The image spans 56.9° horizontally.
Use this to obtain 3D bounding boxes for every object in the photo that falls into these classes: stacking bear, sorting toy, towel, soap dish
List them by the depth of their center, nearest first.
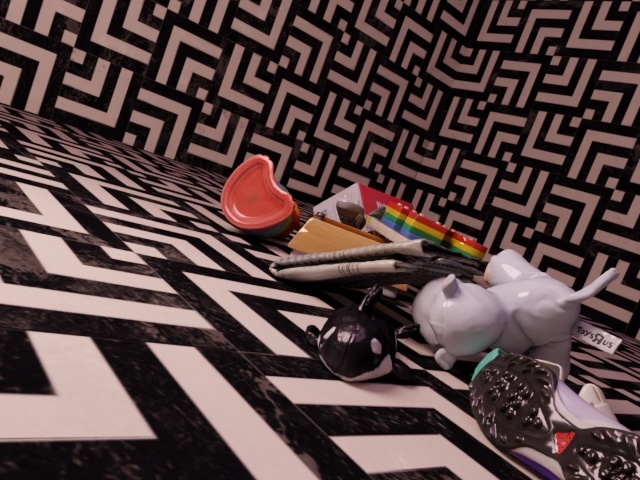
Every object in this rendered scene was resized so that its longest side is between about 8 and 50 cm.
[{"bbox_3d":[0.123,0.062,1.126,0.324,0.056,0.312,-10,-15,35],"label":"towel"},{"bbox_3d":[0.076,0.028,1.442,0.291,0.118,0.229,21,6,2],"label":"soap dish"},{"bbox_3d":[0.282,-0.003,1.476,0.256,0.089,0.257,24,6,-18],"label":"sorting toy"},{"bbox_3d":[-0.133,-0.078,1.521,0.175,0.164,0.289,60,5,14],"label":"stacking bear"}]

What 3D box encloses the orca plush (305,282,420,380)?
[{"bbox_3d":[0.083,0.114,0.815,0.151,0.102,0.287,25,7,31],"label":"orca plush"}]

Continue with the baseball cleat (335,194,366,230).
[{"bbox_3d":[0.081,-0.043,1.578,0.072,0.109,0.206,13,-10,21],"label":"baseball cleat"}]

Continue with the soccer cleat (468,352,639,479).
[{"bbox_3d":[0.274,0.222,0.631,0.116,0.108,0.318,42,-4,-20],"label":"soccer cleat"}]

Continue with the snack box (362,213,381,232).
[{"bbox_3d":[0.112,-0.014,1.797,0.100,0.141,0.037,19,7,-19],"label":"snack box"}]

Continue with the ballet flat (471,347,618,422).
[{"bbox_3d":[0.321,0.217,0.790,0.247,0.087,0.083,26,8,36],"label":"ballet flat"}]

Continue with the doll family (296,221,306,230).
[{"bbox_3d":[0.000,0.000,1.672,0.111,0.076,0.193,11,6,-35],"label":"doll family"}]

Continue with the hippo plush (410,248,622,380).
[{"bbox_3d":[0.280,0.150,0.956,0.237,0.234,0.294,-8,9,-16],"label":"hippo plush"}]

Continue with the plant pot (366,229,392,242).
[{"bbox_3d":[0.192,0.028,1.687,0.167,0.166,0.165,24,14,28],"label":"plant pot"}]

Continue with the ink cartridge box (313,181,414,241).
[{"bbox_3d":[0.184,-0.077,1.986,0.272,0.130,0.310,-27,-28,36],"label":"ink cartridge box"}]

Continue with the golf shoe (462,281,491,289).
[{"bbox_3d":[0.407,0.153,1.508,0.306,0.115,0.140,17,4,-38],"label":"golf shoe"}]

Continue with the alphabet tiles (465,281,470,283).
[{"bbox_3d":[0.331,0.100,1.884,0.284,0.021,0.278,16,-1,-24],"label":"alphabet tiles"}]
